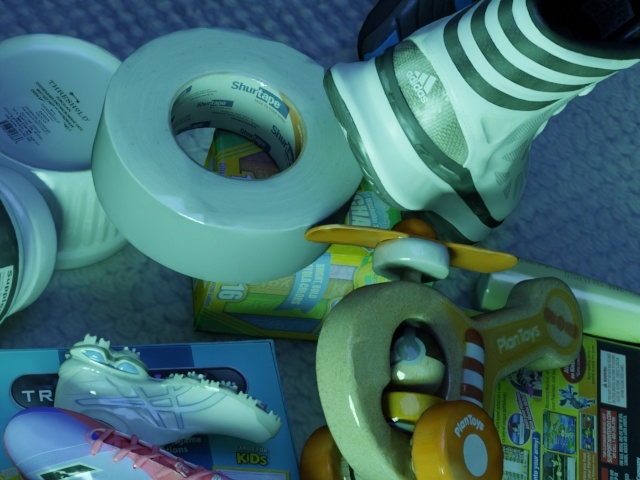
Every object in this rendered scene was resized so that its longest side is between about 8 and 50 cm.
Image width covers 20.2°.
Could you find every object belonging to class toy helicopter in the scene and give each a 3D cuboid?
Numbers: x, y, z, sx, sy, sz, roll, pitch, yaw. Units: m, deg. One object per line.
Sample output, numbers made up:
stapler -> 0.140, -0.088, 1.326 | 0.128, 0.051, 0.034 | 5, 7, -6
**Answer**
toy helicopter -> 0.109, 0.079, 1.464 | 0.355, 0.140, 0.235 | -16, 90, -53

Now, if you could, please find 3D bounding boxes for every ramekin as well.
ramekin -> -0.238, -0.087, 1.580 | 0.207, 0.109, 0.207 | 9, 51, -12

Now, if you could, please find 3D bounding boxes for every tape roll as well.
tape roll -> -0.075, -0.072, 1.473 | 0.219, 0.072, 0.219 | 9, 51, -11

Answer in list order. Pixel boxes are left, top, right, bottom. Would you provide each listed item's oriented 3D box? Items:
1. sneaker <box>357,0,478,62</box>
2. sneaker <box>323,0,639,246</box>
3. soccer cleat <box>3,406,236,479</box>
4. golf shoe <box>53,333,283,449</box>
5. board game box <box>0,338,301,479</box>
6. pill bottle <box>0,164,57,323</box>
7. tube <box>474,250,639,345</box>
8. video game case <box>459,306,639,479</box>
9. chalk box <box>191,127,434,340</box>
sneaker -> 0.120, -0.272, 1.865 | 0.140, 0.125, 0.341 | 15, 46, 30
sneaker -> 0.187, -0.123, 1.535 | 0.169, 0.257, 0.447 | 65, 14, 7
soccer cleat -> -0.110, 0.181, 1.293 | 0.248, 0.095, 0.083 | 33, 40, -2
golf shoe -> -0.121, 0.138, 1.378 | 0.176, 0.069, 0.086 | 18, 73, -3
board game box -> -0.133, 0.238, 1.374 | 0.254, 0.079, 0.336 | -1, 53, -19
pill bottle -> -0.327, 0.019, 1.371 | 0.162, 0.162, 0.278 | 38, 21, 13
tube -> 0.263, 0.067, 1.646 | 0.240, 0.062, 0.070 | 14, 29, -4
video game case -> 0.215, 0.196, 1.553 | 0.248, 0.035, 0.275 | 13, 51, -8
chalk box -> 0.000, 0.000, 1.573 | 0.213, 0.132, 0.132 | 4, 51, -15
